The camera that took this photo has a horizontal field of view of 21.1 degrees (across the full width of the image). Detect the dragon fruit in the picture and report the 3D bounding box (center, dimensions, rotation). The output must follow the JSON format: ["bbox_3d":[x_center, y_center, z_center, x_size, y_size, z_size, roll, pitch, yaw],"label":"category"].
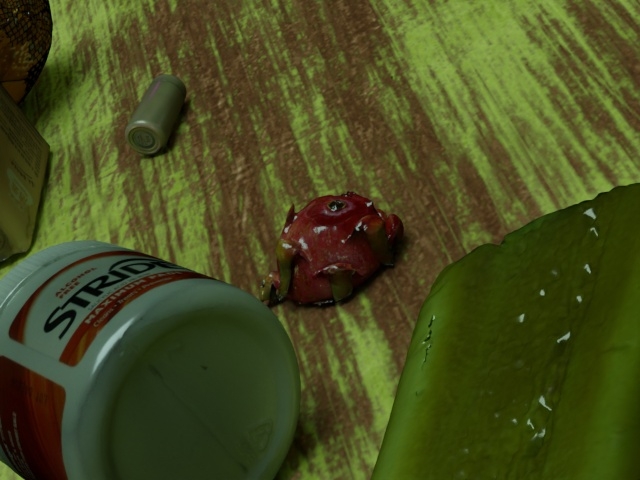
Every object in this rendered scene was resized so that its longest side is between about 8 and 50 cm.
[{"bbox_3d":[0.005,-0.003,1.464,0.126,0.068,0.112,-8,37,32],"label":"dragon fruit"}]

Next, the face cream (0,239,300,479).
[{"bbox_3d":[-0.144,0.112,1.304,0.201,0.201,0.187,-45,35,-21],"label":"face cream"}]

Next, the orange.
[{"bbox_3d":[-0.413,-0.226,1.957,0.182,0.234,0.234,33,67,30],"label":"orange"}]

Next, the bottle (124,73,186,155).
[{"bbox_3d":[-0.172,-0.133,1.804,0.045,0.045,0.096,-13,34,26],"label":"bottle"}]

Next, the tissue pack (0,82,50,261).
[{"bbox_3d":[-0.458,-0.114,1.771,0.239,0.305,0.238,-23,34,17],"label":"tissue pack"}]

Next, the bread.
[{"bbox_3d":[0.159,0.139,1.016,0.251,0.208,0.376,-19,34,31],"label":"bread"}]
